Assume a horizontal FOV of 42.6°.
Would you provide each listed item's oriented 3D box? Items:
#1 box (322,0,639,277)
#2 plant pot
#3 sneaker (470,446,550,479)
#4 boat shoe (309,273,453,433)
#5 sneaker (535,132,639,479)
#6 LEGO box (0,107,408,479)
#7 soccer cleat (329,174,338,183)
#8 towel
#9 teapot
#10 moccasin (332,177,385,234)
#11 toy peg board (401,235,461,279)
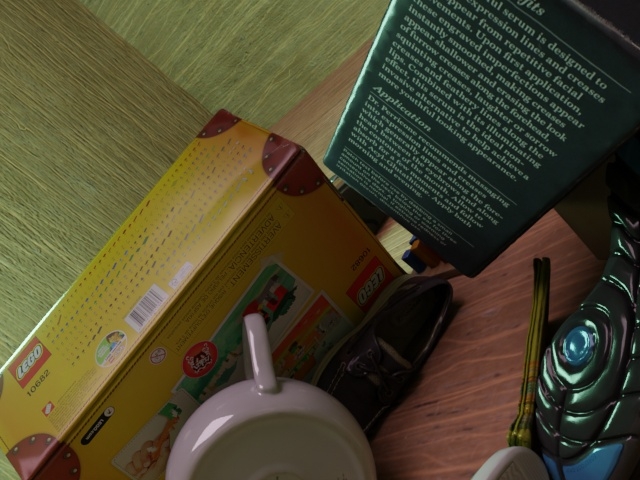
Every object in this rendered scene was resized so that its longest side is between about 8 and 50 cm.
[{"bbox_3d":[0.200,-0.188,0.751,0.293,0.212,0.395,-49,-5,-24],"label":"box"},{"bbox_3d":[0.325,-0.044,0.844,0.109,0.109,0.096,-53,28,-10],"label":"plant pot"},{"bbox_3d":[0.085,0.277,0.683,0.256,0.094,0.151,-58,22,-18],"label":"sneaker"},{"bbox_3d":[0.079,0.154,1.071,0.285,0.103,0.092,-50,9,-23],"label":"boat shoe"},{"bbox_3d":[0.290,0.060,0.677,0.125,0.140,0.340,19,88,64],"label":"sneaker"},{"bbox_3d":[-0.137,0.140,1.113,0.193,0.372,0.500,30,77,44],"label":"LEGO box"},{"bbox_3d":[0.034,-0.081,1.754,0.318,0.109,0.116,-43,13,34],"label":"soccer cleat"},{"bbox_3d":[0.205,0.128,0.799,0.021,0.102,0.237,5,41,17],"label":"towel"},{"bbox_3d":[-0.065,0.258,0.951,0.256,0.252,0.187,-49,16,-1],"label":"teapot"},{"bbox_3d":[0.003,0.001,1.613,0.380,0.139,0.147,-58,23,7],"label":"moccasin"},{"bbox_3d":[0.187,-0.026,1.226,0.161,0.079,0.161,-26,28,57],"label":"toy peg board"}]
